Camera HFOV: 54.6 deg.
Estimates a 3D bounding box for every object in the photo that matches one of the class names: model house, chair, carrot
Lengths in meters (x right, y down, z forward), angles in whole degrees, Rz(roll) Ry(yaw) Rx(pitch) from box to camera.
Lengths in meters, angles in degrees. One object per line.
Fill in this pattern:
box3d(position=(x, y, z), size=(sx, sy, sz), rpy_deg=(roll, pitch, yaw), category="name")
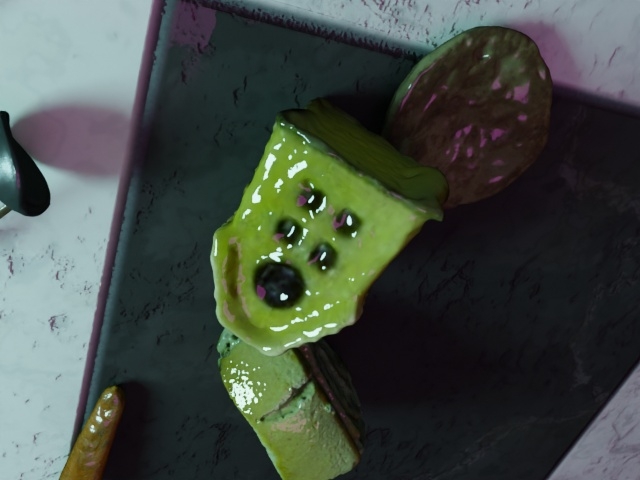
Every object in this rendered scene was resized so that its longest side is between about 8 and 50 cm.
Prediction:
box3d(position=(0.000, 0.000, 0.622), size=(0.175, 0.193, 0.234), rpy_deg=(28, 112, 0), category="model house")
box3d(position=(-0.340, -0.025, 0.572), size=(0.222, 0.104, 0.095), rpy_deg=(-31, 156, 9), category="chair")
box3d(position=(-0.304, 0.275, 0.835), size=(0.061, 0.061, 0.209), rpy_deg=(13, 116, -29), category="carrot")

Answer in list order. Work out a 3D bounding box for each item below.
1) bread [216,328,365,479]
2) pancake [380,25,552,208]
box3d(position=(-0.033, 0.194, 0.795), size=(0.124, 0.186, 0.257), rpy_deg=(-28, 123, 5), category="bread")
box3d(position=(0.172, -0.133, 0.720), size=(0.236, 0.042, 0.222), rpy_deg=(26, 111, -38), category="pancake")
